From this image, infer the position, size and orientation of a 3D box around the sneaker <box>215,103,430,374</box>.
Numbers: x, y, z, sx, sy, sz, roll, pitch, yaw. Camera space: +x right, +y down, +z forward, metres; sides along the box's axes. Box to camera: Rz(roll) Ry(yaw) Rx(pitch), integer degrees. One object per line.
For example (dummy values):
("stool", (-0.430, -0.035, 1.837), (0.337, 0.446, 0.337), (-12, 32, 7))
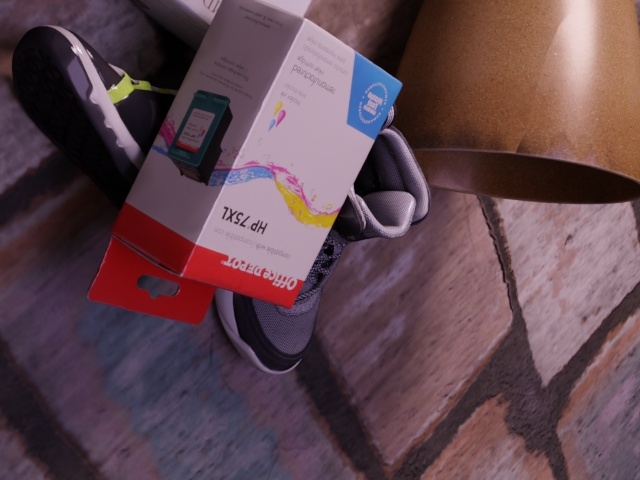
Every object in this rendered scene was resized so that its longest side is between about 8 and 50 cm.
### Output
("sneaker", (0.000, 0.000, 0.938), (0.101, 0.153, 0.269), (-12, 115, -42))

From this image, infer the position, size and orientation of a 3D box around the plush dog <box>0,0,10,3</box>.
("plush dog", (-0.235, -0.262, 0.555), (0.210, 0.225, 0.262), (-9, 141, -17))

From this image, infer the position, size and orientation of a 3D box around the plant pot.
("plant pot", (0.180, -0.175, 1.023), (0.237, 0.237, 0.254), (15, 81, -48))

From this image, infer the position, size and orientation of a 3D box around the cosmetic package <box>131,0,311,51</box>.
("cosmetic package", (-0.040, -0.249, 0.848), (0.117, 0.085, 0.231), (32, 81, -47))

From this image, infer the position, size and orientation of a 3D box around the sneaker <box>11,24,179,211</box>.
("sneaker", (-0.129, -0.086, 0.835), (0.097, 0.084, 0.235), (-56, 145, -19))

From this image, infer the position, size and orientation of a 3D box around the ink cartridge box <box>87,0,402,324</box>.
("ink cartridge box", (-0.051, -0.038, 0.815), (0.134, 0.078, 0.231), (21, 97, -55))
